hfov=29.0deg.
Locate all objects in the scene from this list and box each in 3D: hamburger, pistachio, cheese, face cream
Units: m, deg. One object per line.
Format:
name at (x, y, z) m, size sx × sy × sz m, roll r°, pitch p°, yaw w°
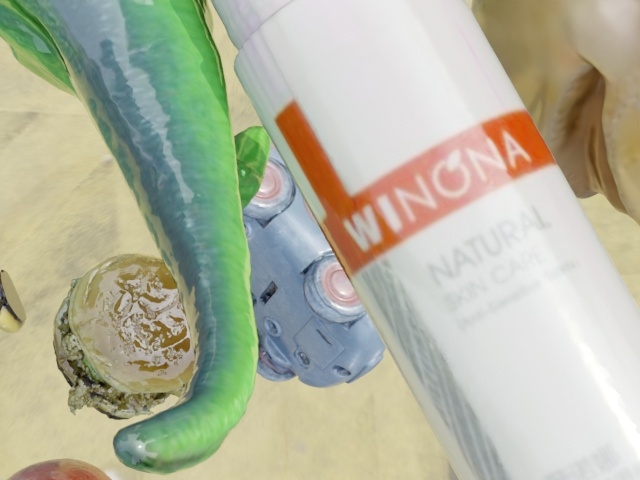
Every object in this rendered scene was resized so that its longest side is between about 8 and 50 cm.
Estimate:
hamburger at (-0.190, 0.097, 1.217) m, size 0.159 × 0.131 × 0.185 m, roll 43°, pitch 59°, yaw -14°
pistachio at (0.197, -0.111, 0.632) m, size 0.229 × 0.309 × 0.230 m, roll -6°, pitch 78°, yaw 30°
cheese at (-0.413, 0.083, 1.585) m, size 0.036 × 0.162 × 0.086 m, roll -23°, pitch 94°, yaw -4°
face cream at (0.047, -0.021, 0.511) m, size 0.102 × 0.102 × 0.346 m, roll -29°, pitch 84°, yaw -1°

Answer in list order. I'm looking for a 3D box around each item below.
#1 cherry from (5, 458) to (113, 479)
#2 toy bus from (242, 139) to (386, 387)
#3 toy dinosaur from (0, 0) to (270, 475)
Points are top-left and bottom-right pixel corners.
cherry at (-0.383, 0.405, 1.729) m, size 0.206 × 0.239 × 0.239 m, roll 37°, pitch 91°, yaw 24°
toy bus at (0.000, 0.000, 1.373) m, size 0.231 × 0.197 × 0.294 m, roll -34°, pitch 79°, yaw -36°
toy dinosaur at (-0.131, -0.151, 0.532) m, size 0.144 × 0.500 × 0.374 m, roll -42°, pitch 103°, yaw 15°
